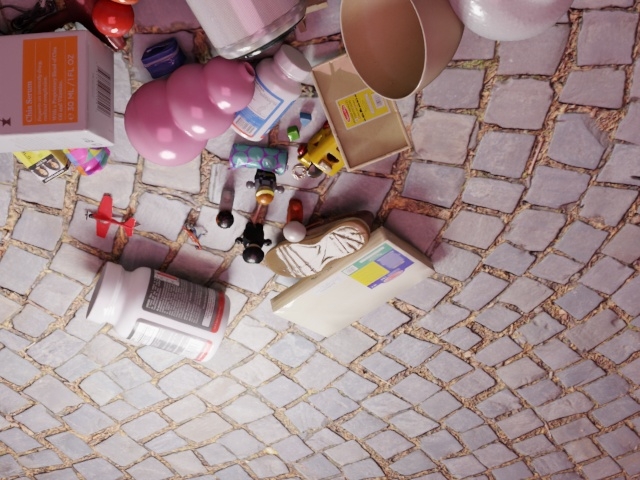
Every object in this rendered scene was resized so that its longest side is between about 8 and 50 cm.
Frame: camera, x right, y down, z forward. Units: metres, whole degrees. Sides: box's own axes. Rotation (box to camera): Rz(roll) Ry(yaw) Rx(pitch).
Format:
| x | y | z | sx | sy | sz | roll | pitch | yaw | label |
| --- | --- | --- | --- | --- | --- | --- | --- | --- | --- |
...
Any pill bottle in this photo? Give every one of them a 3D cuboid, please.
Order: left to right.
| x | y | z | sx | sy | sz | roll | pitch | yaw | label |
| --- | --- | --- | --- | --- | --- | --- | --- | --- | --- |
| -0.456 | 0.196 | 2.262 | 0.363 | 0.210 | 0.210 | 21 | 125 | -18 | pill bottle |
| -0.122 | -0.352 | 1.895 | 0.124 | 0.124 | 0.221 | 32 | 120 | -25 | pill bottle |

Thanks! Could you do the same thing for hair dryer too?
| x | y | z | sx | sy | sz | roll | pitch | yaw | label |
| --- | --- | --- | --- | --- | --- | --- | --- | --- | --- |
| -0.574 | -0.511 | 1.798 | 0.294 | 0.080 | 0.223 | 22 | 142 | -13 | hair dryer |

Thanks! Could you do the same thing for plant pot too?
| x | y | z | sx | sy | sz | roll | pitch | yaw | label |
| --- | --- | --- | --- | --- | --- | --- | --- | --- | --- |
| 0.204 | -0.472 | 1.752 | 0.191 | 0.284 | 0.284 | -26 | 134 | -27 | plant pot |

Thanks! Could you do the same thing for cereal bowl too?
| x | y | z | sx | sy | sz | roll | pitch | yaw | label |
| --- | --- | --- | --- | --- | --- | --- | --- | --- | --- |
| 0.422 | -0.576 | 1.631 | 0.339 | 0.141 | 0.338 | -9 | 109 | -29 | cereal bowl |

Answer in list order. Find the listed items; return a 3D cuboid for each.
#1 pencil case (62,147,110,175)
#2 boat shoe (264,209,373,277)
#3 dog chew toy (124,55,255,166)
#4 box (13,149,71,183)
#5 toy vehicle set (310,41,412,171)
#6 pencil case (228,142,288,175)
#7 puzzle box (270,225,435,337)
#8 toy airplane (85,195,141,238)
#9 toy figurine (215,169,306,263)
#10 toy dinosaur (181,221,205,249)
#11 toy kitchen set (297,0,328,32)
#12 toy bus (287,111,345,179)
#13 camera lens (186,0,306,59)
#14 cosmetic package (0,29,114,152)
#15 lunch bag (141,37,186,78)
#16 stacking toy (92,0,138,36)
| x | y | z | sx | sy | sz | roll | pitch | yaw | label |
| --- | --- | --- | --- | --- | --- | --- | --- | --- | --- |
| -0.608 | -0.271 | 1.956 | 0.105 | 0.104 | 0.236 | -19 | 128 | 12 | pencil case |
| 0.000 | 0.000 | 2.183 | 0.342 | 0.123 | 0.123 | -25 | 112 | 34 | boat shoe |
| -0.289 | -0.309 | 1.831 | 0.332 | 0.206 | 0.206 | -27 | 125 | 25 | dog chew toy |
| -0.730 | -0.252 | 1.988 | 0.087 | 0.058 | 0.232 | -25 | 125 | 17 | box |
| 0.096 | -0.317 | 1.905 | 0.166 | 0.035 | 0.266 | -20 | 98 | 9 | toy vehicle set |
| -0.158 | -0.206 | 2.046 | 0.152 | 0.064 | 0.070 | 7 | 102 | -7 | pencil case |
| 0.094 | 0.129 | 2.282 | 0.409 | 0.052 | 0.272 | -33 | 142 | 21 | puzzle box |
| -0.565 | -0.051 | 2.175 | 0.151 | 0.028 | 0.151 | -1 | 130 | -1 | toy airplane |
| -0.160 | -0.063 | 2.108 | 0.213 | 0.148 | 0.209 | -26 | 125 | 17 | toy figurine |
| -0.353 | -0.007 | 2.198 | 0.047 | 0.090 | 0.082 | -16 | 97 | 29 | toy dinosaur |
| -0.023 | -0.532 | 1.813 | 0.083 | 0.068 | 0.075 | -16 | 155 | 10 | toy kitchen set |
| 0.015 | -0.216 | 2.022 | 0.191 | 0.104 | 0.202 | -4 | 128 | 1 | toy bus |
| -0.174 | -0.535 | 1.669 | 0.220 | 0.219 | 0.274 | -24 | 115 | 16 | camera lens |
| -0.702 | -0.322 | 1.776 | 0.454 | 0.161 | 0.229 | -3 | 85 | 7 | cosmetic package |
| -0.370 | -0.426 | 1.860 | 0.099 | 0.067 | 0.065 | -18 | 127 | 13 | lunch bag |
| -0.408 | -0.584 | 1.668 | 0.141 | 0.141 | 0.330 | 17 | 120 | -15 | stacking toy |
